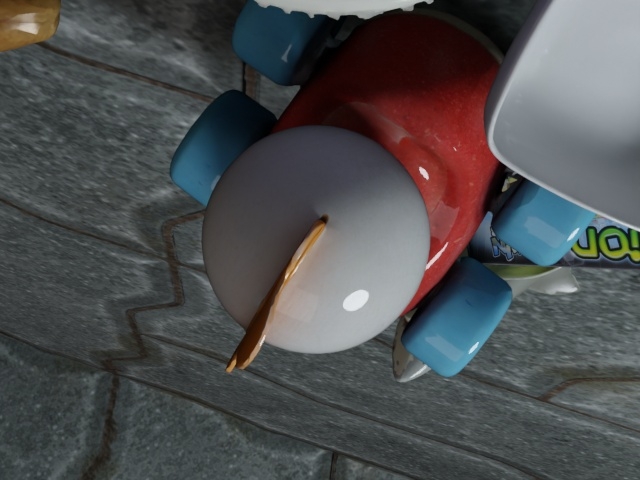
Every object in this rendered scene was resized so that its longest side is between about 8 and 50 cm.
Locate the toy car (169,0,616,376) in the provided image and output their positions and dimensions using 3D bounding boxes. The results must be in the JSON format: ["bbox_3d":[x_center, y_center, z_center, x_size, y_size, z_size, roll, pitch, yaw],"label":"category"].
[{"bbox_3d":[0.000,0.000,0.572,0.219,0.238,0.210,36,130,4],"label":"toy car"}]

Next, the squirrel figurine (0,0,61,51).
[{"bbox_3d":[-0.356,-0.113,0.504,0.281,0.370,0.397,-32,110,14],"label":"squirrel figurine"}]

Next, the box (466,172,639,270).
[{"bbox_3d":[0.175,-0.040,0.629,0.207,0.114,0.036,1,-162,40],"label":"box"}]

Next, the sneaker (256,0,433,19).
[{"bbox_3d":[-0.054,-0.182,0.419,0.294,0.102,0.146,20,170,-6],"label":"sneaker"}]

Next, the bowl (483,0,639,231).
[{"bbox_3d":[0.158,-0.084,0.521,0.142,0.142,0.053,23,-155,-17],"label":"bowl"}]

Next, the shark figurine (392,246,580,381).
[{"bbox_3d":[0.185,0.006,0.753,0.278,0.166,0.116,-20,134,21],"label":"shark figurine"}]
